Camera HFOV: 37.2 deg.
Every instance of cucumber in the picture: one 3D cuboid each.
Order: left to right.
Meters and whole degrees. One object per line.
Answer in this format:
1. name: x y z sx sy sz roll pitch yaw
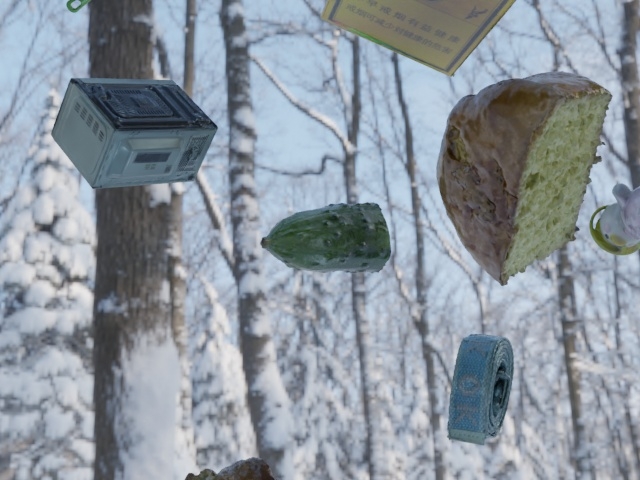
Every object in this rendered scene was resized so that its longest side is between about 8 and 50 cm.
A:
1. cucumber: -0.002 0.001 1.656 0.244 0.134 0.134 -1 -17 -35

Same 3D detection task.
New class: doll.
1. doll: 0.414 -0.028 1.215 0.129 0.081 0.207 32 -19 -10

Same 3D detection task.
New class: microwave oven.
1. microwave oven: -0.296 -0.177 1.530 0.208 0.162 0.122 -10 -43 -47

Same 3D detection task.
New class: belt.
1. belt: 0.265 0.235 1.539 0.082 0.163 0.147 6 6 28

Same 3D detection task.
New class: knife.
1. knife: -0.456 -0.524 1.982 0.166 0.022 0.078 -27 -54 15

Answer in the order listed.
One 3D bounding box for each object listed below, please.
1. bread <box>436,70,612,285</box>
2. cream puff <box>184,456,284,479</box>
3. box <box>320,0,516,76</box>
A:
1. bread: 0.280 -0.118 1.386 0.194 0.179 0.340 -25 -42 -26
2. cream puff: -0.150 0.436 1.333 0.269 0.241 0.155 -12 16 -25
3. box: 0.127 -0.313 1.095 0.193 0.084 0.301 22 -16 -6
